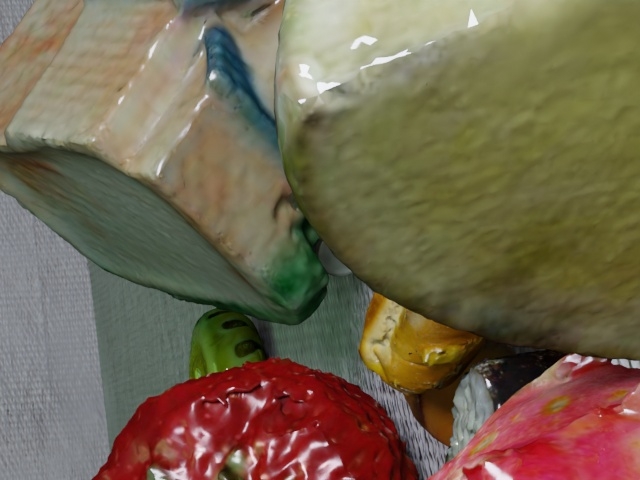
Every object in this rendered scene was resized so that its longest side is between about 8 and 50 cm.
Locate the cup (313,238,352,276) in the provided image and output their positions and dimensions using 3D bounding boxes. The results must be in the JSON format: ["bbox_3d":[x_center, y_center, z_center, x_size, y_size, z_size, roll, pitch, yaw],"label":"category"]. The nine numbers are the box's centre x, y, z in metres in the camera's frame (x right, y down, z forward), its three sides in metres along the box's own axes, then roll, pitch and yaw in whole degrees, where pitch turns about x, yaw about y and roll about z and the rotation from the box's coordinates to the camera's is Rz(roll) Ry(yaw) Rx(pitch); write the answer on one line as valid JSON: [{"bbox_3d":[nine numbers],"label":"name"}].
[{"bbox_3d":[-0.003,-0.004,1.149,0.054,0.075,0.083,42,-174,-33],"label":"cup"}]

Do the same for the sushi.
[{"bbox_3d":[0.109,0.129,0.793,0.090,0.078,0.150,-114,22,-62],"label":"sushi"}]

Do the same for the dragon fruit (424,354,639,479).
[{"bbox_3d":[0.120,0.141,0.542,0.268,0.210,0.205,-13,-55,-68],"label":"dragon fruit"}]

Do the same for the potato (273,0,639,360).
[{"bbox_3d":[0.099,-0.076,0.442,0.269,0.255,0.112,100,156,-43],"label":"potato"}]

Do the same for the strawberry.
[{"bbox_3d":[-0.040,0.205,1.083,0.277,0.257,0.257,-16,-79,-76],"label":"strawberry"}]

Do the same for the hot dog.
[{"bbox_3d":[0.087,-0.028,0.745,0.115,0.072,0.269,-46,-17,-50],"label":"hot dog"}]

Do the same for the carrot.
[{"bbox_3d":[0.070,0.074,0.936,0.205,0.072,0.072,-143,49,-75],"label":"carrot"}]

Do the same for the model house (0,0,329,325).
[{"bbox_3d":[-0.084,-0.126,1.108,0.312,0.245,0.280,11,64,50],"label":"model house"}]

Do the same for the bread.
[{"bbox_3d":[-0.092,0.135,1.493,0.139,0.071,0.130,105,151,-46],"label":"bread"}]
